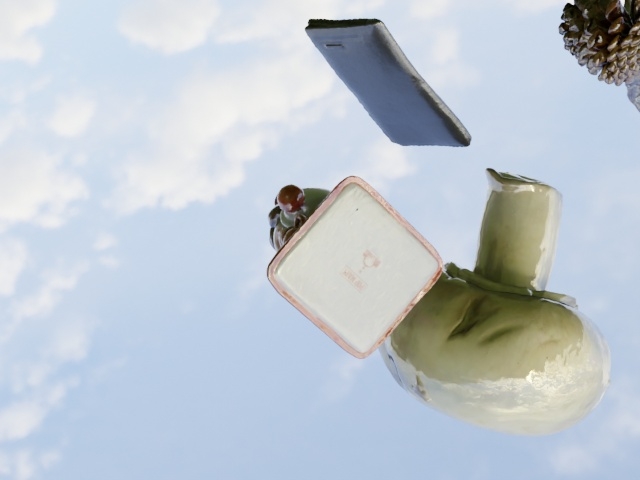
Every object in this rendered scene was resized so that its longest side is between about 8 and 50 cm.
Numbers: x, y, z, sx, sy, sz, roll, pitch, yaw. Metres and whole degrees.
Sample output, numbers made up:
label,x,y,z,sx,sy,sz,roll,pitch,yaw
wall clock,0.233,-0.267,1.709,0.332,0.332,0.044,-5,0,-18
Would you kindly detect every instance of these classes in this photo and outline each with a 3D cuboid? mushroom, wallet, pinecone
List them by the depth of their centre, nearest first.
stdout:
label,x,y,z,sx,sy,sz,roll,pitch,yaw
pinecone,0.284,-0.199,1.163,0.109,0.102,0.102,19,-135,27
wallet,0.087,-0.192,1.495,0.124,0.244,0.025,6,-119,41
mushroom,0.243,0.082,1.552,0.314,0.336,0.314,13,-177,-1

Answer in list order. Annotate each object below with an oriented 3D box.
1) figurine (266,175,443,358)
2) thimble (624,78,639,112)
label,x,y,z,sx,sy,sz,roll,pitch,yaw
figurine,0.000,0.000,1.450,0.160,0.183,0.226,-48,-151,-2
thimble,0.542,-0.244,1.809,0.150,0.150,0.098,15,-113,39
